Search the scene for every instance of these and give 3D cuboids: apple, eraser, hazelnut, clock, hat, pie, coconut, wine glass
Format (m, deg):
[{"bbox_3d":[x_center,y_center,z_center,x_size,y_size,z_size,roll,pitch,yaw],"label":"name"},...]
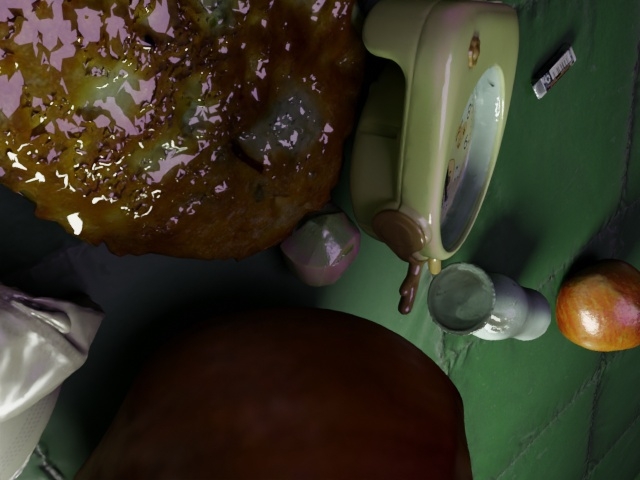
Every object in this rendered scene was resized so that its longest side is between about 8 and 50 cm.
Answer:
[{"bbox_3d":[0.550,0.122,1.036,0.195,0.160,0.173,-17,100,-40],"label":"apple"},{"bbox_3d":[0.322,-0.235,0.744,0.099,0.019,0.027,-46,119,-12],"label":"eraser"},{"bbox_3d":[-0.026,0.241,0.505,0.366,0.366,0.365,-18,122,-32],"label":"hazelnut"},{"bbox_3d":[0.113,-0.083,0.551,0.235,0.096,0.307,-33,133,-54],"label":"clock"},{"bbox_3d":[-0.262,0.127,0.370,0.214,0.149,0.244,3,98,-40],"label":"hat"},{"bbox_3d":[-0.094,-0.121,0.398,0.288,0.103,0.355,-57,141,-3],"label":"pie"},{"bbox_3d":[0.000,0.000,0.556,0.084,0.082,0.081,1,146,3],"label":"coconut"},{"bbox_3d":[0.262,0.099,0.804,0.231,0.103,0.103,16,101,-45],"label":"wine glass"}]
